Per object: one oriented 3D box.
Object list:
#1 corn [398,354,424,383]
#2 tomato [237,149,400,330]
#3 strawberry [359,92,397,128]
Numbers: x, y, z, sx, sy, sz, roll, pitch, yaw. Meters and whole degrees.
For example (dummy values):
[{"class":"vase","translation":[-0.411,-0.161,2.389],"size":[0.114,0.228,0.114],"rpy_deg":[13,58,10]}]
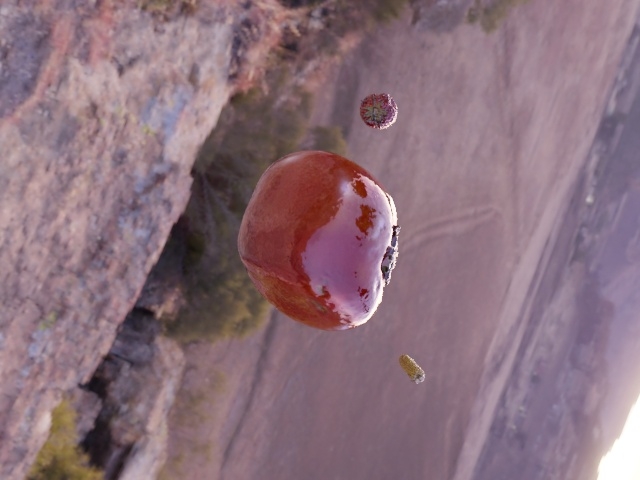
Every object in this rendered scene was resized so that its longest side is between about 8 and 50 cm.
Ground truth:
[{"class":"corn","translation":[0.163,0.231,1.621],"size":[0.028,0.083,0.027],"rpy_deg":[-37,117,-3]},{"class":"tomato","translation":[0.000,0.000,1.656],"size":[0.325,0.290,0.293],"rpy_deg":[78,28,-68]},{"class":"strawberry","translation":[0.114,-0.243,1.710],"size":[0.083,0.073,0.073],"rpy_deg":[-7,117,-64]}]
